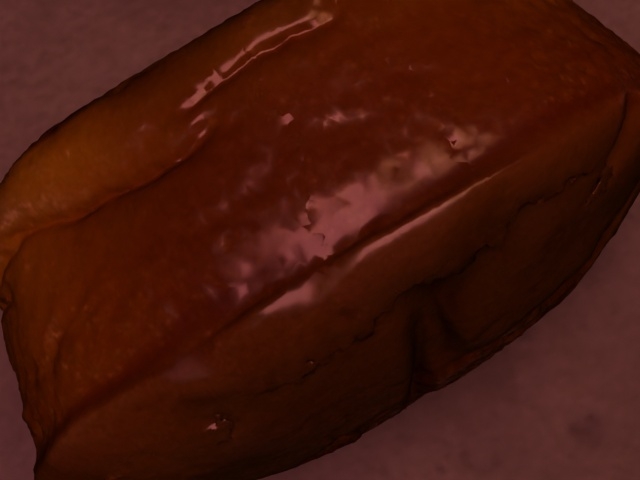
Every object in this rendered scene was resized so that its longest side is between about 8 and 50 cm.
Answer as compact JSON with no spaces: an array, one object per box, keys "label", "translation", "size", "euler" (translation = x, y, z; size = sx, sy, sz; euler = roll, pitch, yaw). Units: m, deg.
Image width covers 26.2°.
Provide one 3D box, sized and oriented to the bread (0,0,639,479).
[{"label":"bread","translation":[0.000,0.000,0.518],"size":[0.270,0.195,0.142],"euler":[-30,78,4]}]
